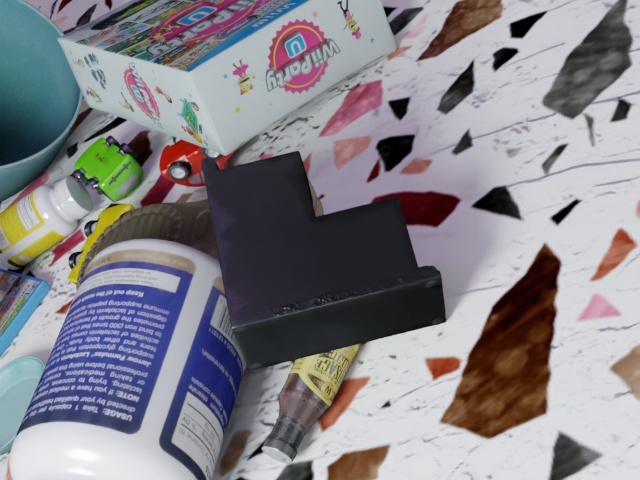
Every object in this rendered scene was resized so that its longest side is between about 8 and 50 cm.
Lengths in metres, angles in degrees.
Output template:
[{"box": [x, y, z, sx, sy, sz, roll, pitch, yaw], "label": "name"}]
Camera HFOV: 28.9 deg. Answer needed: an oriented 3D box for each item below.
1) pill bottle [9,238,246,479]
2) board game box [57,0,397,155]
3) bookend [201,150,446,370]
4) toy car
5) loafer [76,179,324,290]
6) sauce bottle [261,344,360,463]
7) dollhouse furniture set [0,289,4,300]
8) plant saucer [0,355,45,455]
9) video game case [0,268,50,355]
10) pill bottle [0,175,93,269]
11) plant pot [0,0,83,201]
[{"box": [-0.151, 0.142, 0.968, 0.153, 0.153, 0.265, -16, 42, 34], "label": "pill bottle"}, {"box": [-0.103, -0.204, 1.288, 0.224, 0.098, 0.303, -35, 31, -24], "label": "board game box"}, {"box": [0.000, 0.000, 0.956, 0.156, 0.072, 0.157, -15, 57, 0], "label": "bookend"}, {"box": [-0.196, -0.058, 1.319, 0.239, 0.053, 0.225, -48, 34, -8], "label": "toy car"}, {"box": [-0.105, 0.019, 1.108, 0.268, 0.092, 0.102, -13, 42, 32], "label": "loafer"}, {"box": [-0.006, 0.111, 0.957, 0.042, 0.042, 0.128, -1, 54, 44], "label": "sauce bottle"}, {"box": [-0.483, 0.074, 1.307, 0.242, 0.212, 0.161, 23, 87, 26], "label": "dollhouse furniture set"}, {"box": [-0.306, 0.168, 1.212, 0.119, 0.021, 0.119, -27, 37, 23], "label": "plant saucer"}, {"box": [-0.378, 0.084, 1.381, 0.166, 0.015, 0.119, 9, 58, 49], "label": "video game case"}, {"box": [-0.313, -0.022, 1.387, 0.116, 0.065, 0.065, -32, 36, 15], "label": "pill bottle"}, {"box": [-0.451, -0.145, 1.516, 0.195, 0.290, 0.290, 120, 168, -51], "label": "plant pot"}]
